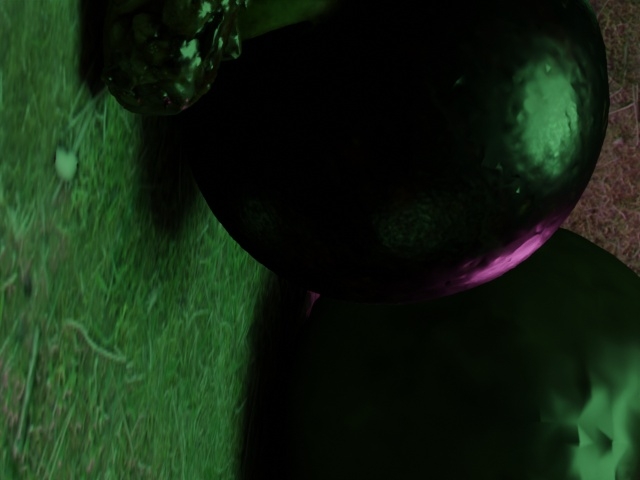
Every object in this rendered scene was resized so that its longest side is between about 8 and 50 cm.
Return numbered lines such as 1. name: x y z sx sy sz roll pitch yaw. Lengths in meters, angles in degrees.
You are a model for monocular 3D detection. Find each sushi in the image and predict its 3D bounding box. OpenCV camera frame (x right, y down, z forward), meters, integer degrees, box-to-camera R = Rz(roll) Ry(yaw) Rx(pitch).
1. sushi: 0.000 0.000 1.771 0.201 0.031 0.139 -74 167 -44

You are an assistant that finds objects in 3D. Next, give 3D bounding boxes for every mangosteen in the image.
1. mangosteen: 0.040 -0.100 1.242 0.288 0.288 0.288 7 90 -81

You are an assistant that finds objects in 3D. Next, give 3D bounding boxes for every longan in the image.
1. longan: 0.153 0.183 1.744 0.436 0.404 0.404 12 85 -85

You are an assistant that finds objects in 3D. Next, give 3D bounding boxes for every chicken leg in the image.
1. chicken leg: -0.061 -0.159 1.053 0.125 0.080 0.196 -21 141 -62
